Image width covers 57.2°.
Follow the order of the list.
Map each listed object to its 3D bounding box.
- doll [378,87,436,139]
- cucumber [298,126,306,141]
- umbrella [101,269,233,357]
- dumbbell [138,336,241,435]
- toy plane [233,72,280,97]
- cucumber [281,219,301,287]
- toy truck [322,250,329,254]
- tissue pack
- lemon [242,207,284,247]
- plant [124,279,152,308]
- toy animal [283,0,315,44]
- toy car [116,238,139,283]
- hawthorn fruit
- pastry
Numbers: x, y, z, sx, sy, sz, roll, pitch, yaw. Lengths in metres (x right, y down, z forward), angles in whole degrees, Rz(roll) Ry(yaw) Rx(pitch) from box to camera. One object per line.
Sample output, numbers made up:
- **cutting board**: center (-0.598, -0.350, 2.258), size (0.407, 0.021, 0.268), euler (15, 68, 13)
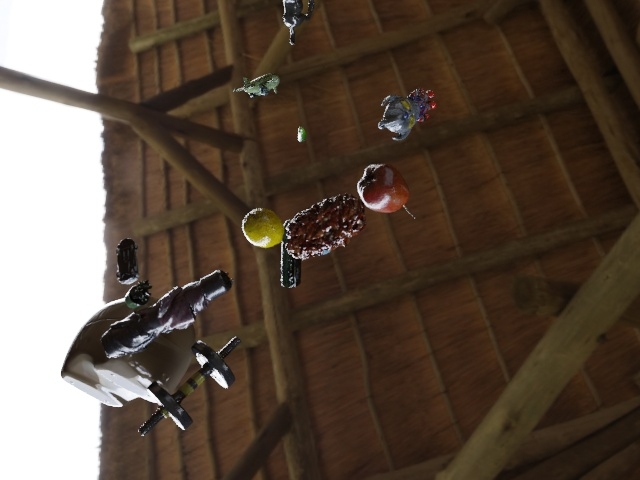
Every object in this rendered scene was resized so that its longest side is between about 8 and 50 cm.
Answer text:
- **doll**: center (0.210, -0.311, 1.431), size (0.062, 0.194, 0.104), euler (31, -40, 39)
- **cucumber**: center (-0.078, -0.446, 2.496), size (0.155, 0.037, 0.037), euler (103, -9, -80)
- **umbrella**: center (-0.335, 0.163, 1.292), size (0.325, 0.094, 0.090), euler (-28, -169, 8)
- **dumbbell**: center (-0.323, 0.361, 1.474), size (0.325, 0.143, 0.143), euler (-43, -159, -24)
- **toy plane**: center (-0.113, -0.297, 1.121), size (0.102, 0.111, 0.040), euler (3, -72, 36)
- **cucumber**: center (-0.103, 0.044, 2.080), size (0.074, 0.074, 0.242), euler (29, -58, 57)
- **toy truck**: center (0.000, 0.000, 1.864), size (0.073, 0.056, 0.090), euler (67, -5, -31)
- **tissue pack**: center (-0.545, 0.307, 1.688), size (0.387, 0.267, 0.277), euler (-21, -139, 42)
- **lemon**: center (-0.161, -0.034, 1.667), size (0.109, 0.133, 0.109), euler (-37, -152, 24)
- **plant**: center (-0.416, 0.124, 1.359), size (0.102, 0.051, 0.051), euler (-33, -126, 45)
- **toy animal**: center (-0.086, -0.751, 1.862), size (0.084, 0.148, 0.233), euler (18, -56, 22)
- **toy car**: center (-0.370, 0.039, 1.130), size (0.041, 0.025, 0.093), euler (-16, -120, 9)
- **hawthorn fruit**: center (0.219, -0.152, 1.855), size (0.162, 0.203, 0.163), euler (-28, -132, 36)
- **pastry**: center (0.013, -0.030, 1.287), size (0.208, 0.097, 0.115), euler (-27, -89, 30)
